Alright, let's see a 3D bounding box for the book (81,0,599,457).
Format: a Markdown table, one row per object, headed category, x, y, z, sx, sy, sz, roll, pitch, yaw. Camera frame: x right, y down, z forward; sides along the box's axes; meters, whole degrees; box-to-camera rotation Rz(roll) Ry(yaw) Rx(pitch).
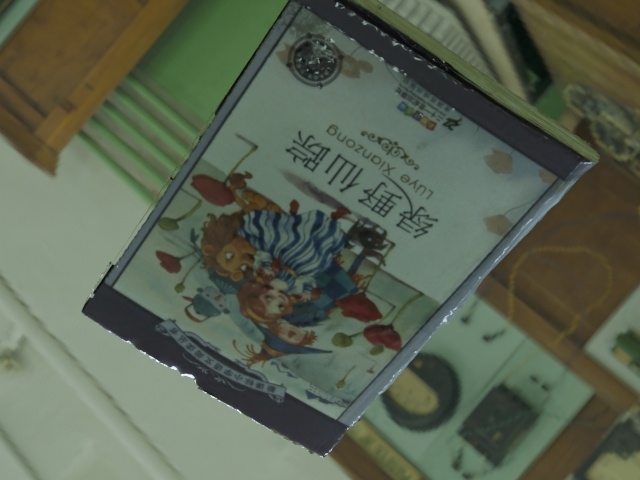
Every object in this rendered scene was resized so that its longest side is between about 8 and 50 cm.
| category | x | y | z | sx | sy | sz | roll | pitch | yaw |
| --- | --- | --- | --- | --- | --- | --- | --- | --- | --- |
| book | 0.000 | 0.001 | 0.558 | 0.158 | 0.231 | 0.026 | 32 | -148 | -10 |
